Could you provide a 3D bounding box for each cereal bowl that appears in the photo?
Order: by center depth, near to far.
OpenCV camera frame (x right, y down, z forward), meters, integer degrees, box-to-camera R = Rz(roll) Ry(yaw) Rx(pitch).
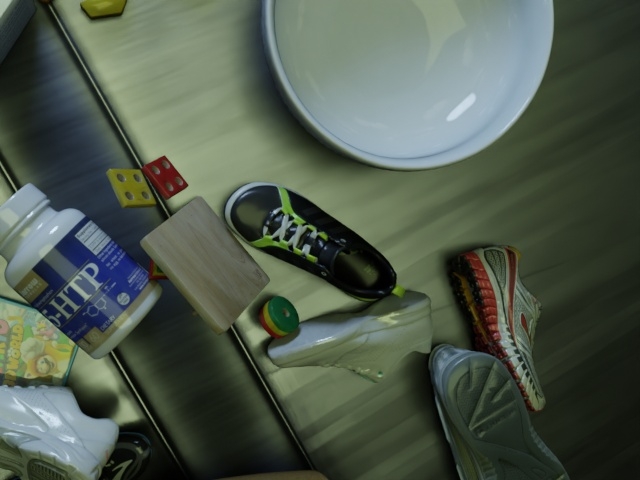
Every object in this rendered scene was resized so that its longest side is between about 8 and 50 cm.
[{"bbox_3d":[0.089,-0.247,1.007,0.339,0.141,0.338,0,92,-14],"label":"cereal bowl"}]

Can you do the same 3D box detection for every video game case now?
[{"bbox_3d":[-0.366,0.125,0.978,0.166,0.015,0.119,20,88,-13],"label":"video game case"}]

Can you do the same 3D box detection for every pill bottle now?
[{"bbox_3d":[-0.277,0.031,0.945,0.187,0.112,0.112,44,82,-11],"label":"pill bottle"}]

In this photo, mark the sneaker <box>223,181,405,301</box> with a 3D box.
[{"bbox_3d":[0.000,0.000,1.017,0.235,0.097,0.084,27,85,-13],"label":"sneaker"}]

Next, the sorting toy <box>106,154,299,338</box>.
[{"bbox_3d":[-0.143,0.026,0.978,0.046,0.132,0.274,-35,98,29],"label":"sorting toy"}]

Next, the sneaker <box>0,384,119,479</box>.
[{"bbox_3d":[-0.328,0.197,0.945,0.232,0.115,0.090,25,125,5],"label":"sneaker"}]

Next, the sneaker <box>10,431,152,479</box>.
[{"bbox_3d":[-0.278,0.277,0.972,0.188,0.078,0.067,-21,97,-12],"label":"sneaker"}]

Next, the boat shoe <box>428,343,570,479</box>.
[{"bbox_3d":[0.225,0.277,1.087,0.118,0.103,0.320,-29,102,-9],"label":"boat shoe"}]

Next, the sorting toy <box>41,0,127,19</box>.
[{"bbox_3d":[-0.204,-0.390,0.983,0.229,0.041,0.307,24,87,-13],"label":"sorting toy"}]

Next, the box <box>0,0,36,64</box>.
[{"bbox_3d":[-0.425,-0.232,0.896,0.181,0.119,0.181,32,84,-12],"label":"box"}]

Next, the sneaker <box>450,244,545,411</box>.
[{"bbox_3d":[0.246,0.111,1.086,0.093,0.088,0.225,-21,99,-18],"label":"sneaker"}]

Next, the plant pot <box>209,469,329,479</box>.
[{"bbox_3d":[-0.095,0.362,0.963,0.254,0.237,0.237,-18,96,-27],"label":"plant pot"}]

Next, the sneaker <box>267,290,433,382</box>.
[{"bbox_3d":[0.044,0.135,1.049,0.212,0.080,0.094,-15,107,-14],"label":"sneaker"}]
